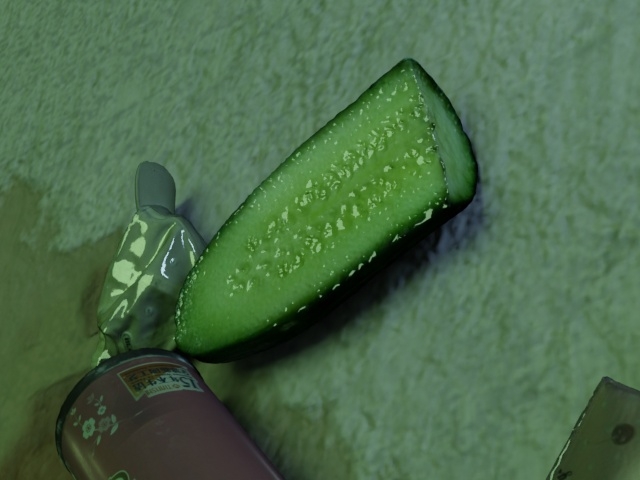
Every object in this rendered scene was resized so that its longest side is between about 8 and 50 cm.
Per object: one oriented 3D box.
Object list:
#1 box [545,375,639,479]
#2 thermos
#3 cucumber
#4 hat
[{"bbox_3d":[0.155,0.240,0.527,0.190,0.225,0.297,26,83,48],"label":"box"},{"bbox_3d":[-0.055,0.204,0.836,0.136,0.109,0.330,-52,42,4],"label":"thermos"},{"bbox_3d":[0.000,0.000,0.946,0.244,0.063,0.115,-36,54,21],"label":"cucumber"},{"bbox_3d":[-0.120,0.025,1.053,0.166,0.081,0.122,-90,10,-51],"label":"hat"}]
